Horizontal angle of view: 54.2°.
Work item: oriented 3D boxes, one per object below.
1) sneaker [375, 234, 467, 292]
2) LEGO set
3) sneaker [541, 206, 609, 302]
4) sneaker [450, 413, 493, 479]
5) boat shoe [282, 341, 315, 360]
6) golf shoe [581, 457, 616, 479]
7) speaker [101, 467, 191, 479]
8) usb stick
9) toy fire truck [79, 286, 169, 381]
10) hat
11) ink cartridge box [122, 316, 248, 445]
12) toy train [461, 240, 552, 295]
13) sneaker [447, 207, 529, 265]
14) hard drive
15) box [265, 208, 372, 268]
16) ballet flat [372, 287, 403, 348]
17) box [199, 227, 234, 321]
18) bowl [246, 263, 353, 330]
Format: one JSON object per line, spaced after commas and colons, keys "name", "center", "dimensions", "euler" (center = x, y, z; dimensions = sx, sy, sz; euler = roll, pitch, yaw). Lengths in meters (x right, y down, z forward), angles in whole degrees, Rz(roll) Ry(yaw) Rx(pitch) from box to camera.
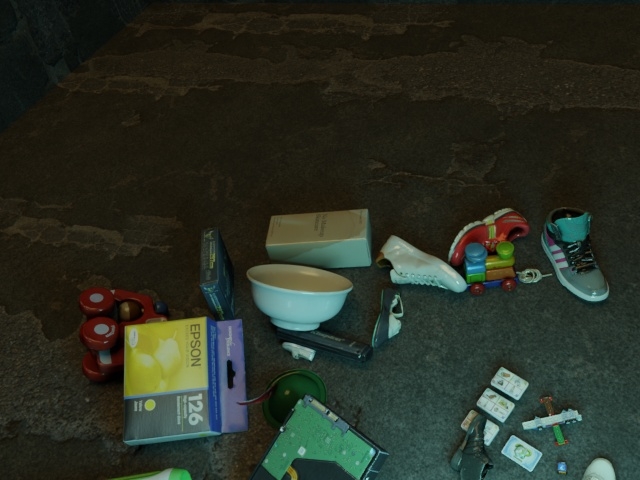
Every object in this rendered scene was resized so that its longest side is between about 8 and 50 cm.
{"name": "sneaker", "center": [0.282, 0.098, 1.800], "dimensions": [0.290, 0.106, 0.123], "euler": [30, 75, 40]}
{"name": "LEGO set", "center": [0.480, 0.432, 1.449], "dimensions": [0.244, 0.060, 0.182], "euler": [28, 69, 36]}
{"name": "sneaker", "center": [0.699, 0.013, 1.704], "dimensions": [0.123, 0.178, 0.296], "euler": [-16, 44, -2]}
{"name": "sneaker", "center": [0.354, 0.480, 1.399], "dimensions": [0.089, 0.051, 0.170], "euler": [21, 69, 41]}
{"name": "boat shoe", "center": [-0.063, 0.306, 1.708], "dimensions": [0.100, 0.035, 0.035], "euler": [13, 68, 20]}
{"name": "golf shoe", "center": [0.569, 0.518, 1.293], "dimensions": [0.069, 0.086, 0.176], "euler": [16, 50, 30]}
{"name": "speaker", "center": [-0.449, 0.604, 1.434], "dimensions": [0.296, 0.131, 0.131], "euler": [-10, 44, 4]}
{"name": "usb stick", "center": [0.006, 0.274, 1.700], "dimensions": [0.277, 0.045, 0.077], "euler": [13, 11, 25]}
{"name": "toy fire truck", "center": [-0.562, 0.259, 1.816], "dimensions": [0.253, 0.169, 0.302], "euler": [-3, 40, -23]}
{"name": "hat", "center": [-0.085, 0.359, 1.549], "dimensions": [0.172, 0.184, 0.209], "euler": [-2, 45, 12]}
{"name": "ink cartridge box", "center": [-0.352, 0.355, 1.621], "dimensions": [0.307, 0.072, 0.304], "euler": [-8, 65, 2]}
{"name": "toy train", "center": [0.517, 0.060, 1.729], "dimensions": [0.247, 0.143, 0.105], "euler": [-8, 44, 7]}
{"name": "sneaker", "center": [0.496, -0.001, 1.829], "dimensions": [0.279, 0.107, 0.118], "euler": [-30, 51, -16]}
{"name": "hard drive", "center": [-0.035, 0.536, 1.352], "dimensions": [0.236, 0.064, 0.339], "euler": [28, 83, 35]}
{"name": "box", "center": [0.000, 0.000, 1.939], "dimensions": [0.310, 0.121, 0.148], "euler": [-5, 44, 10]}
{"name": "ballet flat", "center": [0.190, 0.210, 1.716], "dimensions": [0.074, 0.074, 0.203], "euler": [2, 44, 16]}
{"name": "box", "center": [-0.306, 0.105, 1.867], "dimensions": [0.059, 0.183, 0.233], "euler": [-13, 43, 2]}
{"name": "bowl", "center": [-0.065, 0.165, 1.739], "dimensions": [0.297, 0.134, 0.298], "euler": [8, 11, -1]}
